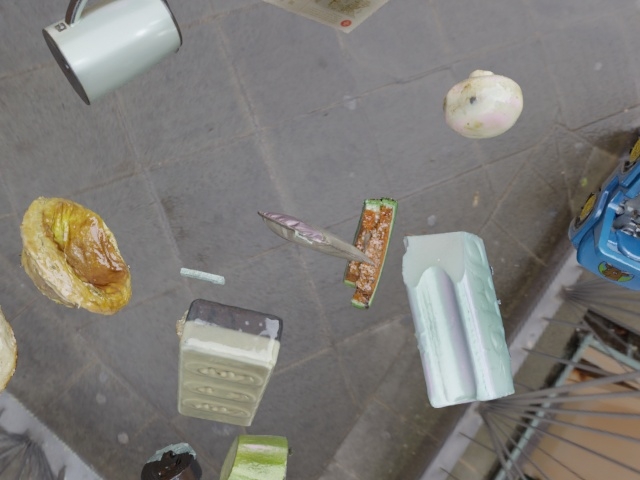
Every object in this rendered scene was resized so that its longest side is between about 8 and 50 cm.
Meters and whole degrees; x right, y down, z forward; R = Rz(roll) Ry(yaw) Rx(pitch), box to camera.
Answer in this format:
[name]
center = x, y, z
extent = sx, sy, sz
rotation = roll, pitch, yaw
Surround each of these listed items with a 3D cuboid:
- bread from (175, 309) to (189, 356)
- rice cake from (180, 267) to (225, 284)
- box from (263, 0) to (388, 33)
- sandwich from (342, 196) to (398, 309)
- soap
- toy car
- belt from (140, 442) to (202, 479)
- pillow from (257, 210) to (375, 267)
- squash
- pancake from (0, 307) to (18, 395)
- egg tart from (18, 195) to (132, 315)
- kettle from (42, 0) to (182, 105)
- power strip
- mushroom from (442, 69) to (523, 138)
[bread]
center = -0.263, 0.300, 1.729
extent = 0.171, 0.314, 0.192
rotation = -20, 109, -5
[rice cake]
center = -0.308, 0.094, 1.783
extent = 0.121, 0.022, 0.021
rotation = 11, 67, 9
[box]
center = 0.014, -0.442, 1.176
extent = 0.201, 0.141, 0.058
rotation = 7, 67, -38
[sandwich]
center = 0.095, 0.031, 1.434
extent = 0.079, 0.159, 0.235
rotation = 15, 110, 9
[soap]
center = 0.178, 0.091, 0.887
extent = 0.091, 0.145, 0.230
rotation = -16, 76, 24
[toy car]
center = 0.291, -0.017, 0.585
extent = 0.097, 0.191, 0.100
rotation = 26, 53, 5
[belt]
center = -0.388, 0.605, 1.784
extent = 0.151, 0.198, 0.078
rotation = -24, 104, -8
[pillow]
center = 0.000, 0.000, 1.084
extent = 0.233, 0.131, 0.038
rotation = 22, 91, -58
[squash]
center = -0.136, 0.485, 1.436
extent = 0.123, 0.170, 0.170
rotation = 22, 84, -10
[pancake]
center = -0.670, 0.171, 1.109
extent = 0.356, 0.065, 0.356
rotation = 0, 83, 3
[egg tart]
center = -0.620, 0.052, 1.688
extent = 0.150, 0.352, 0.352
rotation = -36, 103, 14
[kettle]
center = -0.400, -0.409, 1.320
extent = 0.236, 0.161, 0.221
rotation = -33, 143, -16
[power strip]
center = -0.116, 0.159, 0.825
extent = 0.105, 0.256, 0.070
rotation = 14, 59, -4
[mushroom]
center = 0.173, -0.146, 0.728
extent = 0.084, 0.083, 0.067
rotation = 13, 70, -18
